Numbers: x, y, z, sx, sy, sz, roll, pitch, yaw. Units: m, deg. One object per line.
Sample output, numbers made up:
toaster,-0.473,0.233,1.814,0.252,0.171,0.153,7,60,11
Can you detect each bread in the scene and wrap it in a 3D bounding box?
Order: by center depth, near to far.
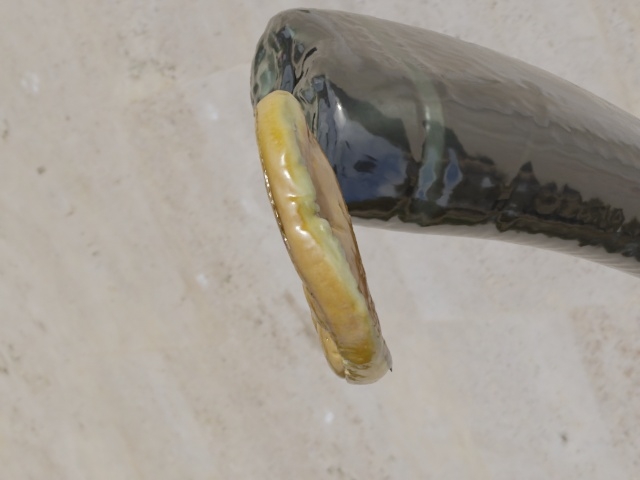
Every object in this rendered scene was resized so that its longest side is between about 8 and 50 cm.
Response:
bread,0.000,0.000,0.451,0.110,0.024,0.110,-17,-90,-90

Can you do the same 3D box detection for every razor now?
razor,0.123,-0.064,0.883,0.113,0.349,0.204,-66,29,23
